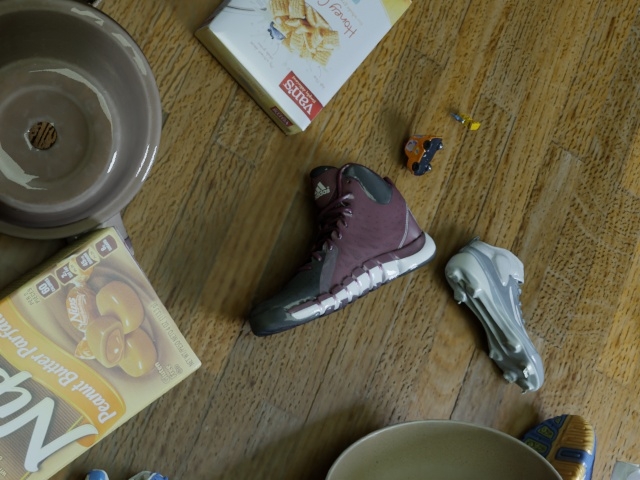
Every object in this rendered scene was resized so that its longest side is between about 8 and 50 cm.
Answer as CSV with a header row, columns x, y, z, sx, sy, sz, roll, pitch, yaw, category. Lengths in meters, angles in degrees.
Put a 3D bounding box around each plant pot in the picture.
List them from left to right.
x,y,z,sx,sy,sz,roll,pitch,yaw,category
-0.282,-0.120,1.613,0.263,0.229,0.263,-2,99,-10,plant pot
0.139,0.370,1.851,0.284,0.284,0.190,-22,132,-31,plant pot

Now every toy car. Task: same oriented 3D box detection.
x,y,z,sx,sy,sz,roll,pitch,yaw,category
0.147,-0.124,2.035,0.040,0.060,0.122,35,37,25,toy car

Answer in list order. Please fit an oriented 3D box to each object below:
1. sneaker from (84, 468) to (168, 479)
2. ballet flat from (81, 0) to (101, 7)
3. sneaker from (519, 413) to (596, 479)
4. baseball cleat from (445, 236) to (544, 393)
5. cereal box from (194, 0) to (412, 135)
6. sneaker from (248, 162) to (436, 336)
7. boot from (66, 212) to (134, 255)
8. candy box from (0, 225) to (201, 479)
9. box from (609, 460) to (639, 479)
x,y,z,sx,sy,sz,roll,pitch,yaw,category
-0.169,0.296,1.761,0.211,0.080,0.081,9,83,-31,sneaker
-0.221,-0.350,1.796,0.107,0.106,0.316,39,66,-19,ballet flat
0.283,0.366,2.020,0.131,0.112,0.296,45,62,-42,sneaker
0.241,0.089,2.033,0.109,0.072,0.206,-43,109,-34,baseball cleat
-0.018,-0.269,1.938,0.173,0.047,0.240,46,64,-17,cereal box
0.000,0.000,1.896,0.281,0.106,0.162,-25,91,-40,sneaker
-0.235,-0.018,1.788,0.118,0.042,0.087,-43,111,-25,boot
-0.305,0.145,1.678,0.316,0.087,0.183,-36,102,-22,candy box
0.350,0.435,1.981,0.324,0.063,0.067,-71,157,-8,box
